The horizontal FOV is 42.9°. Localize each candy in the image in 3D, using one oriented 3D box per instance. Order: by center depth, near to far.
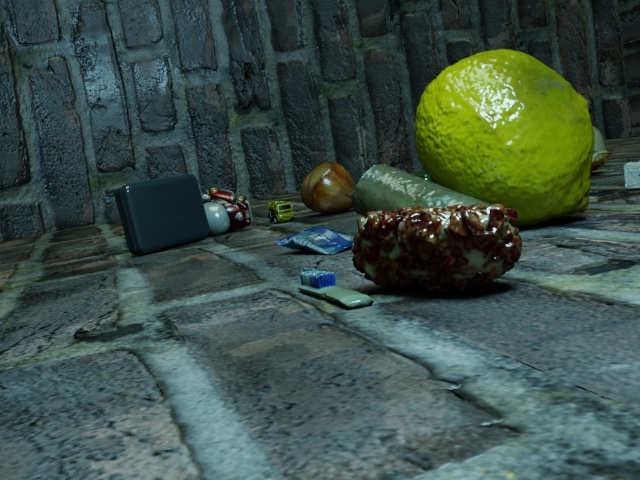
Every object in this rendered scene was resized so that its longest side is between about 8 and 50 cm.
[{"bbox_3d":[0.000,0.000,1.386,0.136,0.038,0.088,10,21,42],"label":"candy"}]

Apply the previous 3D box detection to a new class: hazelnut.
[{"bbox_3d":[0.027,-0.124,2.090,0.150,0.150,0.150,-9,6,1],"label":"hazelnut"}]

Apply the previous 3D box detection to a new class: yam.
[{"bbox_3d":[0.167,-0.043,1.256,0.106,0.106,0.259,-14,29,-37],"label":"yam"}]

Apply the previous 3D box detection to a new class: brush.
[{"bbox_3d":[0.014,0.053,0.945,0.033,0.030,0.178,0,3,-19],"label":"brush"}]

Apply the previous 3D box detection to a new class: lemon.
[{"bbox_3d":[0.294,-0.158,1.299,0.268,0.268,0.322,-15,53,-45],"label":"lemon"}]

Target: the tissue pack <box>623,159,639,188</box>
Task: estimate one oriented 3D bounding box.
[{"bbox_3d":[0.647,-0.134,1.587,0.094,0.058,0.074,-13,6,-38],"label":"tissue pack"}]

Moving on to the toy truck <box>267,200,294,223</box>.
[{"bbox_3d":[-0.101,-0.073,2.072,0.049,0.054,0.083,-11,8,-23],"label":"toy truck"}]

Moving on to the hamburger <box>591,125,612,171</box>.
[{"bbox_3d":[0.623,-0.230,2.096,0.237,0.147,0.237,3,1,0],"label":"hamburger"}]

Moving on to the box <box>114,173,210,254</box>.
[{"bbox_3d":[-0.353,-0.062,1.843,0.050,0.160,0.230,-12,4,36],"label":"box"}]

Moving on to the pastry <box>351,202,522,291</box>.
[{"bbox_3d":[0.126,0.006,0.889,0.115,0.097,0.209,-22,12,-38],"label":"pastry"}]

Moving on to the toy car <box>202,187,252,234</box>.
[{"bbox_3d":[-0.246,-0.060,1.996,0.139,0.112,0.112,6,28,30],"label":"toy car"}]

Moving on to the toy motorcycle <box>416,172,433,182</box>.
[{"bbox_3d":[0.354,-0.172,2.060,0.187,0.124,0.275,-15,0,44],"label":"toy motorcycle"}]
